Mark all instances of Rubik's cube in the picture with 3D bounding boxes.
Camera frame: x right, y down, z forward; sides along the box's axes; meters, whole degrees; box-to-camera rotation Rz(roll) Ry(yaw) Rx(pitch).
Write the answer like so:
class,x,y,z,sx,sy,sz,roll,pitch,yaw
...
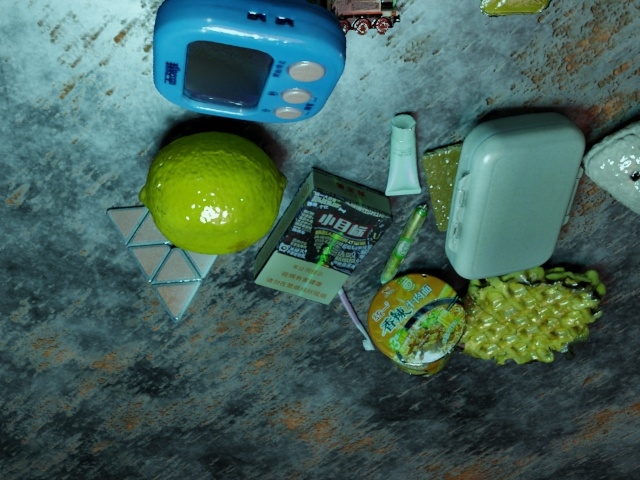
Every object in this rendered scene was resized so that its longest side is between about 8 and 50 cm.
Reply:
class,x,y,z,sx,sy,sz,roll,pitch,yaw
Rubik's cube,-0.304,0.029,1.616,0.228,0.228,0.233,-13,103,-44

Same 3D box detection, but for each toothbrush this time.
class,x,y,z,sx,sy,sz,roll,pitch,yaw
toothbrush,0.087,0.200,1.891,0.025,0.020,0.286,-13,133,16

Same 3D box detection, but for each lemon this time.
class,x,y,z,sx,sy,sz,roll,pitch,yaw
lemon,-0.210,-0.092,1.439,0.267,0.267,0.267,-2,133,-3

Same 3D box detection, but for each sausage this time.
class,x,y,z,sx,sy,sz,roll,pitch,yaw
sausage,0.193,0.014,1.716,0.032,0.033,0.269,11,131,-14

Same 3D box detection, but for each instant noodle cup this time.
class,x,y,z,sx,sy,sz,roll,pitch,yaw
instant noodle cup,0.237,0.221,1.786,0.230,0.230,0.182,-10,150,5

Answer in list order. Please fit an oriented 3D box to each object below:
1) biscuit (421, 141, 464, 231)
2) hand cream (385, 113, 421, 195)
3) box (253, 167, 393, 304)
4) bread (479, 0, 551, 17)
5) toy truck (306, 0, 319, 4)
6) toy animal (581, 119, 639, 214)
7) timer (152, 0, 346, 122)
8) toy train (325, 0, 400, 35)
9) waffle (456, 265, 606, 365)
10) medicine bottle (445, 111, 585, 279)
class,x,y,z,sx,sy,sz,roll,pitch,yaw
biscuit,0.299,-0.117,1.607,0.131,0.025,0.231,-14,134,6
hand cream,0.173,-0.170,1.534,0.078,0.050,0.205,-6,137,1
box,0.000,0.000,1.652,0.198,0.084,0.310,19,129,-21
bread,0.337,-0.456,1.263,0.140,0.069,0.128,-5,132,4
toy truck,-0.076,-0.426,1.255,0.154,0.080,0.078,-5,112,0
toy animal,0.736,-0.143,1.511,0.358,0.188,0.226,17,135,-20
timer,-0.125,-0.308,1.246,0.308,0.115,0.340,6,167,-11
toy train,0.074,-0.410,1.297,0.137,0.050,0.087,-3,130,-3
waffle,0.517,0.195,1.877,0.379,0.095,0.382,4,135,-8
medicine bottle,0.403,-0.088,1.555,0.282,0.123,0.375,-9,131,-12
